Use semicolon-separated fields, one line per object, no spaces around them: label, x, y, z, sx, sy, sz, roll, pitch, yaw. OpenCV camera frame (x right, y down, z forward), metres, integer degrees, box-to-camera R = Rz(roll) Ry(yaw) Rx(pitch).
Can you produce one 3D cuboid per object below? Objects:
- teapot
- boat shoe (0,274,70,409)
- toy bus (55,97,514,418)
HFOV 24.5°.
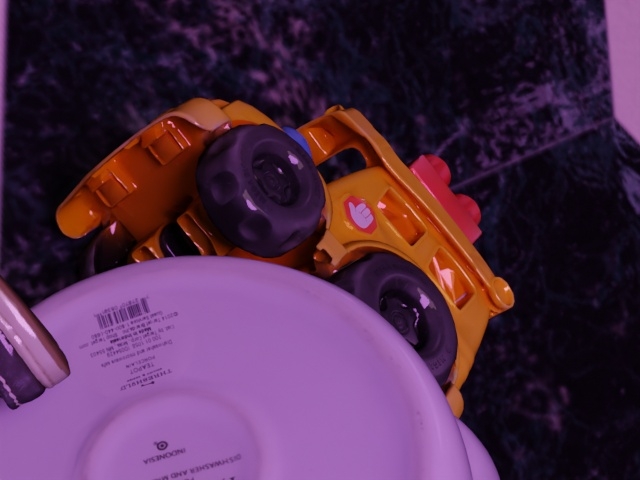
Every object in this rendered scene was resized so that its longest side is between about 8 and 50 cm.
teapot;-0.054;0.146;0.642;0.256;0.187;0.252;19;57;18
boat shoe;-0.199;-0.002;0.587;0.223;0.080;0.073;41;75;6
toy bus;0.000;0.000;0.810;0.220;0.149;0.211;50;44;-8
